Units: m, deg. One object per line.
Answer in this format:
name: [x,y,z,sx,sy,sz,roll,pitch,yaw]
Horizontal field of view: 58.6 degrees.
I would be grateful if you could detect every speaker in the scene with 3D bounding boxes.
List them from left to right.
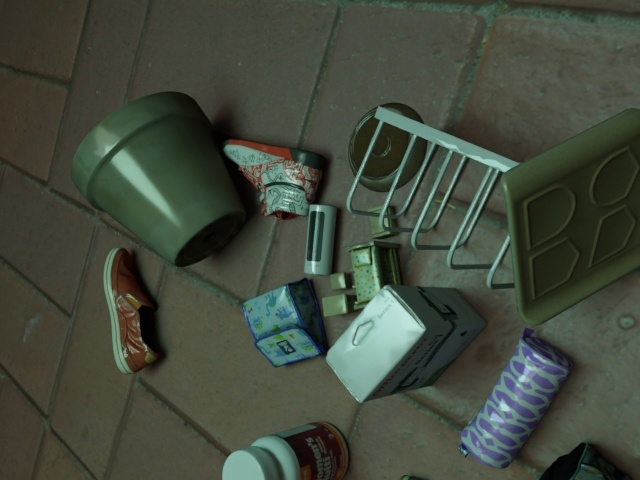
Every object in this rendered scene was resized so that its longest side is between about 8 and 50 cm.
speaker: [0.000,0.000,1.108,0.055,0.055,0.136,5,89,38]

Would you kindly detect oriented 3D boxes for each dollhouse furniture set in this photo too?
dollhouse furniture set: [0.053,0.038,1.033,0.161,0.101,0.182,-15,77,36]

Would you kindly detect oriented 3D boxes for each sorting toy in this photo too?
sorting toy: [0.367,-0.047,0.733,0.041,0.307,0.229,46,160,57]

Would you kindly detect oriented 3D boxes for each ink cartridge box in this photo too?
ink cartridge box: [0.137,0.155,0.883,0.092,0.219,0.160,49,115,30]

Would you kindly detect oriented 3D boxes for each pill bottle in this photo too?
pill bottle: [-0.058,0.401,1.011,0.121,0.221,0.121,-4,84,37]

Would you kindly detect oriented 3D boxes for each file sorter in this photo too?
file sorter: [0.211,-0.062,0.866,0.278,0.193,0.173,32,108,35]

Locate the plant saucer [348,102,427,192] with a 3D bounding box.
plant saucer: [0.115,-0.174,1.052,0.168,0.029,0.168,-3,85,37]

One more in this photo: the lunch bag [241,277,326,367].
lunch bag: [-0.068,0.167,1.127,0.129,0.096,0.151,-23,86,31]

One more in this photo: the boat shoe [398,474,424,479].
boat shoe: [0.158,0.472,0.943,0.049,0.056,0.152,-13,78,42]

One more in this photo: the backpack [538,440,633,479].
backpack: [0.330,0.373,0.735,0.144,0.188,0.166,43,111,32]

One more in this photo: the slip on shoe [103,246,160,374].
slip on shoe: [-0.471,0.166,1.436,0.101,0.123,0.331,-18,67,2]

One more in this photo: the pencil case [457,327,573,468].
pencil case: [0.288,0.241,0.850,0.206,0.086,0.088,-61,28,15]

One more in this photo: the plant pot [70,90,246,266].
plant pot: [-0.316,-0.108,1.232,0.280,0.323,0.323,50,116,12]

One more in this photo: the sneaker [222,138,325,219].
sneaker: [-0.119,-0.125,1.189,0.270,0.090,0.145,14,92,35]
